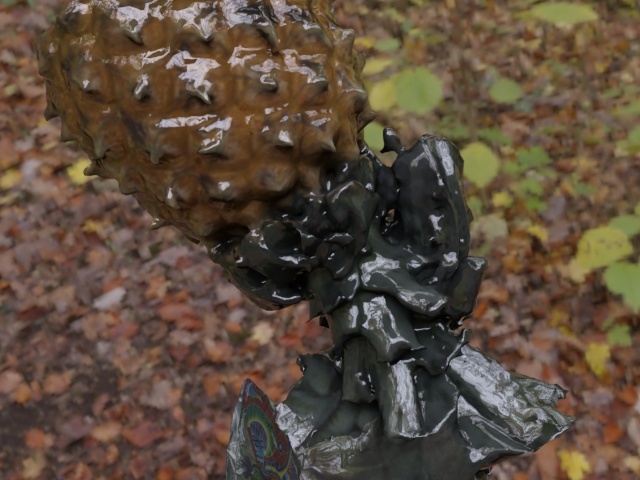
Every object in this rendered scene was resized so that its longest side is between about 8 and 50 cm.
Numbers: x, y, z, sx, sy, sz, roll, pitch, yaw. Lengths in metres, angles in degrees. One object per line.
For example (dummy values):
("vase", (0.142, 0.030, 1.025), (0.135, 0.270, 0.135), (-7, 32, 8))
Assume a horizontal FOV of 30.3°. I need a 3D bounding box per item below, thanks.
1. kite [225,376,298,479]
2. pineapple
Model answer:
("kite", (0.002, 0.226, 0.902), (0.015, 0.152, 0.285), (-4, 21, -34))
("pineapple", (0.000, 0.000, 0.439), (0.119, 0.237, 0.111), (-33, 6, 40))
